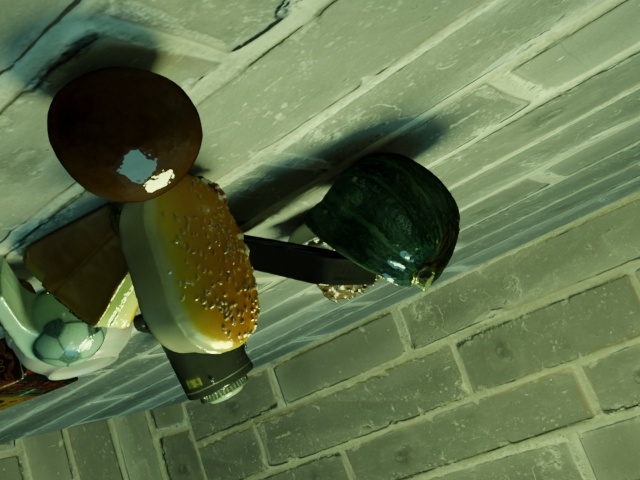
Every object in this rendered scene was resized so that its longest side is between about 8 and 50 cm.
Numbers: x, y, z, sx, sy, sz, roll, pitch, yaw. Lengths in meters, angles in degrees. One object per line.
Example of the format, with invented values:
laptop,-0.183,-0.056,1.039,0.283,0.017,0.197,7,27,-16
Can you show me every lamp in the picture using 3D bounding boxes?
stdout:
lamp,-0.320,0.318,2.148,0.205,0.272,0.374,-26,164,15

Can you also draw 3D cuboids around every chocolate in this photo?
chocolate,-0.229,-0.123,0.889,0.177,0.176,0.176,-19,166,-5

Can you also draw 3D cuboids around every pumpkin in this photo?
pumpkin,0.145,-0.051,1.456,0.196,0.263,0.293,-58,158,17

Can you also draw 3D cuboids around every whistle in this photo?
whistle,-0.475,0.135,1.391,0.164,0.163,0.289,-18,141,-7

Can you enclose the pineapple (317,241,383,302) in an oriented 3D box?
pineapple,0.143,0.015,1.933,0.361,0.175,0.175,-33,166,-3

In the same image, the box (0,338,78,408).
box,-0.853,0.365,1.928,0.416,0.115,0.264,-21,164,7

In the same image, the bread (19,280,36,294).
bread,-0.591,0.112,1.434,0.053,0.074,0.132,-43,157,30

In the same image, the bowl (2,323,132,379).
bowl,-0.554,0.222,1.749,0.287,0.143,0.287,-20,165,-5

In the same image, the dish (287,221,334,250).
dish,0.000,0.000,1.754,0.228,0.086,0.236,-33,150,32

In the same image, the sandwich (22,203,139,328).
sandwich,-0.385,0.020,1.318,0.186,0.220,0.108,-59,156,3

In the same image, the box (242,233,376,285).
box,-0.079,0.030,1.501,0.350,0.058,0.211,10,-176,32

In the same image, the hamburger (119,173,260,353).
hamburger,-0.201,0.036,1.225,0.152,0.295,0.227,-15,180,18
